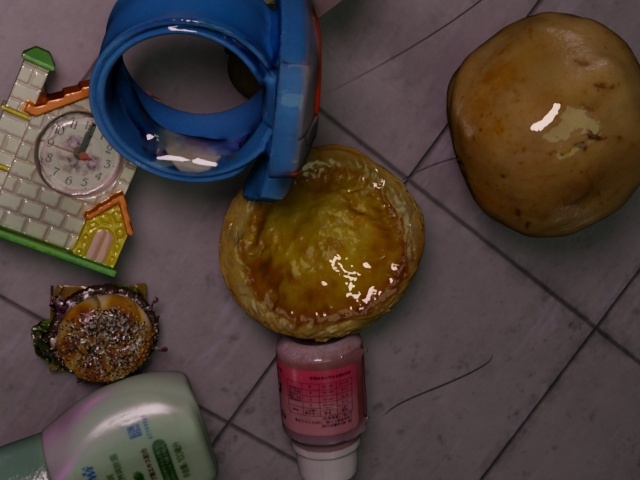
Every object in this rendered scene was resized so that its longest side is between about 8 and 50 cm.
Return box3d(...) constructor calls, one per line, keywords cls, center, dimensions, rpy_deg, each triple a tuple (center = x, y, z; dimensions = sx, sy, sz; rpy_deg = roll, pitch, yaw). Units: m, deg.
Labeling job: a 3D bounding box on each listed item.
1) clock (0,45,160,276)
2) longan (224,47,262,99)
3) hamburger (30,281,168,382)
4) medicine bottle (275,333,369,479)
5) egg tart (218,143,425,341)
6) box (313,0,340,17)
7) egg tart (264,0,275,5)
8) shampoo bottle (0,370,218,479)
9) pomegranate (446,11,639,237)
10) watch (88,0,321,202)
box3d(cls="clock", center=(-0.341, -0.112, 1.157), dimensions=(0.220, 0.106, 0.255), rpy_deg=(22, 98, -23))
box3d(cls="longan", center=(-0.085, -0.254, 1.211), dimensions=(0.119, 0.106, 0.106), rpy_deg=(41, 91, 17))
box3d(cls="hamburger", center=(-0.326, 0.140, 1.245), dimensions=(0.189, 0.093, 0.164), rpy_deg=(-10, 109, -13))
box3d(cls="medicine bottle", center=(0.005, 0.262, 1.365), dimensions=(0.147, 0.147, 0.247), rpy_deg=(-8, 108, -16))
box3d(cls="egg tart", center=(0.000, 0.000, 1.285), dimensions=(0.319, 0.128, 0.319), rpy_deg=(-3, 103, -12))
box3d(cls="box", center=(-0.023, -0.453, 1.107), dimensions=(0.203, 0.106, 0.252), rpy_deg=(33, 64, -24))
box3d(cls="egg tart", center=(-0.125, -0.401, 1.142), dimensions=(0.197, 0.078, 0.197), rpy_deg=(3, 85, -33))
box3d(cls="shampoo bottle", center=(-0.341, 0.334, 1.267), dimensions=(0.349, 0.151, 0.222), rpy_deg=(-18, 118, -12))
box3d(cls="pomegranate", center=(0.347, -0.172, 1.261), dimensions=(0.332, 0.332, 0.332), rpy_deg=(-5, 107, -17))
box3d(cls="watch", center=(-0.142, -0.179, 1.072), dimensions=(0.274, 0.241, 0.305), rpy_deg=(5, 133, -8))
